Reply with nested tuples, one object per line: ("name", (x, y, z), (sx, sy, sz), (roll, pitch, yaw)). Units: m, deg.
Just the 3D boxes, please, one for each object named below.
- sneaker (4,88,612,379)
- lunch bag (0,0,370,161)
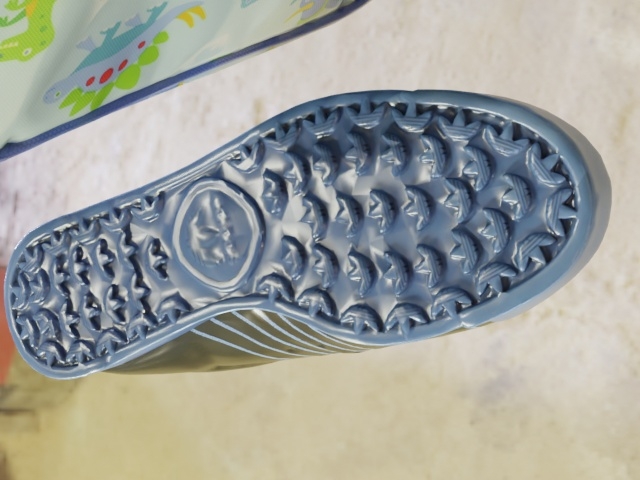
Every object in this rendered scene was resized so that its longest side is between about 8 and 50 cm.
("sneaker", (0.000, 0.000, 0.487), (0.232, 0.090, 0.081), (-11, 88, 35))
("lunch bag", (-0.039, -0.120, 0.408), (0.090, 0.219, 0.176), (46, 140, 19))
